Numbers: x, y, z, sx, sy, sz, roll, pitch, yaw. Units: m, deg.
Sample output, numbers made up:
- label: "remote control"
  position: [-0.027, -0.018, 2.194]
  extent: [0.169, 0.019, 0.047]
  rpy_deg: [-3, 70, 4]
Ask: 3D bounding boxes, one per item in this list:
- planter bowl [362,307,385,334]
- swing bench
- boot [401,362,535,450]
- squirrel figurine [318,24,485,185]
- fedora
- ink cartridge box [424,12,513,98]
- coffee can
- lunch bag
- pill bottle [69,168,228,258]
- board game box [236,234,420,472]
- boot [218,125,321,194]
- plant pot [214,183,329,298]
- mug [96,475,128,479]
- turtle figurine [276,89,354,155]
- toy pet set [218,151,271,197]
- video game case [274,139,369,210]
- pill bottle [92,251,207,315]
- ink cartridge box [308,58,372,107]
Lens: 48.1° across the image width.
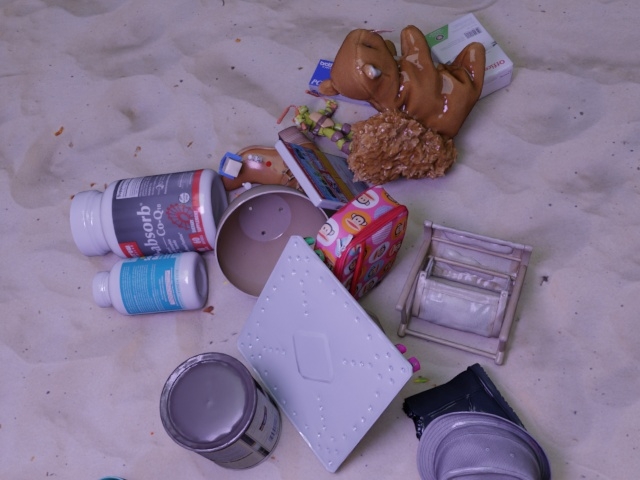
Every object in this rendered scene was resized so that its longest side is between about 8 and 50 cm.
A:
- label: "planter bowl"
  position: [0.082, 0.224, 1.662]
  extent: [0.162, 0.162, 0.109]
  rpy_deg: [5, 40, 12]
- label: "swing bench"
  position: [0.331, 0.115, 1.662]
  extent: [0.253, 0.165, 0.255]
  rpy_deg: [15, 63, 16]
- label: "boot"
  position: [0.316, 0.409, 1.557]
  extent: [0.207, 0.094, 0.246]
  rpy_deg: [-28, 58, -8]
- label: "squirrel figurine"
  position: [0.184, -0.334, 1.768]
  extent: [0.281, 0.370, 0.397]
  rpy_deg: [1, 86, 45]
- label: "fedora"
  position: [0.329, 0.482, 1.447]
  extent: [0.275, 0.124, 0.244]
  rpy_deg: [18, 106, 6]
- label: "ink cartridge box"
  position: [0.403, -0.496, 1.972]
  extent: [0.160, 0.092, 0.219]
  rpy_deg: [-26, 64, -3]
- label: "coffee can"
  position: [-0.207, 0.379, 1.557]
  extent: [0.201, 0.275, 0.202]
  rpy_deg: [-3, 64, 7]
- label: "lunch bag"
  position: [0.067, 0.034, 1.645]
  extent: [0.258, 0.293, 0.120]
  rpy_deg: [-34, 63, -29]
- label: "pill bottle"
  position: [-0.432, -0.061, 1.838]
  extent: [0.362, 0.210, 0.210]
  rpy_deg: [-7, 64, 7]
- label: "board game box"
  position: [-0.001, 0.247, 1.563]
  extent: [0.050, 0.390, 0.390]
  rpy_deg: [-15, 55, -43]
- label: "boot"
  position: [-0.113, -0.156, 1.903]
  extent: [0.283, 0.109, 0.220]
  rpy_deg: [-29, 68, -13]
- label: "plant pot"
  position: [-0.125, -0.024, 1.764]
  extent: [0.284, 0.284, 0.191]
  rpy_deg: [-22, 28, -2]
- label: "mug"
  position: [-0.469, 0.603, 1.593]
  extent: [0.157, 0.097, 0.129]
  rpy_deg: [-28, 64, -3]
- label: "turtle figurine"
  position: [0.006, -0.305, 1.926]
  extent: [0.217, 0.087, 0.269]
  rpy_deg: [30, 32, 11]
- label: "toy pet set"
  position: [-0.203, -0.172, 1.853]
  extent: [0.114, 0.065, 0.122]
  rpy_deg: [20, 100, -23]
- label: "video game case"
  position: [0.030, -0.149, 1.783]
  extent: [0.025, 0.285, 0.204]
  rpy_deg: [-46, 61, 24]
- label: "pill bottle"
  position: [-0.425, 0.111, 1.791]
  extent: [0.264, 0.146, 0.146]
  rpy_deg: [-6, 64, 6]
- label: "ink cartridge box"
  position: [0.080, -0.443, 2.026]
  extent: [0.207, 0.046, 0.097]
  rpy_deg: [16, 67, 16]
